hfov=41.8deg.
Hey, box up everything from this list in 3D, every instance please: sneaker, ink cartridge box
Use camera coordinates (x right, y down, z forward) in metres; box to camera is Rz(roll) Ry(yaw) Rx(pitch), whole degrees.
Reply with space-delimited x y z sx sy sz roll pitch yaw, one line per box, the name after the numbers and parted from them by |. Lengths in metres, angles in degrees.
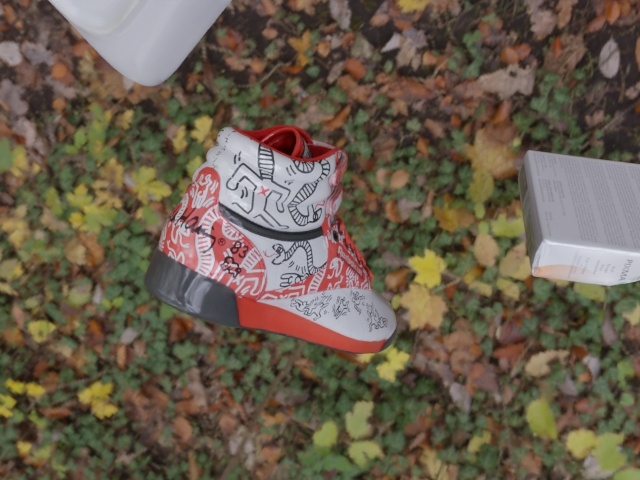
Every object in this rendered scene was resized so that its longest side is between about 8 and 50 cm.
0.000 0.000 0.653 0.090 0.145 0.270 31 -171 41 | sneaker
0.270 -0.016 0.738 0.179 0.145 0.045 10 128 0 | ink cartridge box

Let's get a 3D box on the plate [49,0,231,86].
-0.148 -0.238 0.470 0.278 0.045 0.277 45 141 -12 | plate
